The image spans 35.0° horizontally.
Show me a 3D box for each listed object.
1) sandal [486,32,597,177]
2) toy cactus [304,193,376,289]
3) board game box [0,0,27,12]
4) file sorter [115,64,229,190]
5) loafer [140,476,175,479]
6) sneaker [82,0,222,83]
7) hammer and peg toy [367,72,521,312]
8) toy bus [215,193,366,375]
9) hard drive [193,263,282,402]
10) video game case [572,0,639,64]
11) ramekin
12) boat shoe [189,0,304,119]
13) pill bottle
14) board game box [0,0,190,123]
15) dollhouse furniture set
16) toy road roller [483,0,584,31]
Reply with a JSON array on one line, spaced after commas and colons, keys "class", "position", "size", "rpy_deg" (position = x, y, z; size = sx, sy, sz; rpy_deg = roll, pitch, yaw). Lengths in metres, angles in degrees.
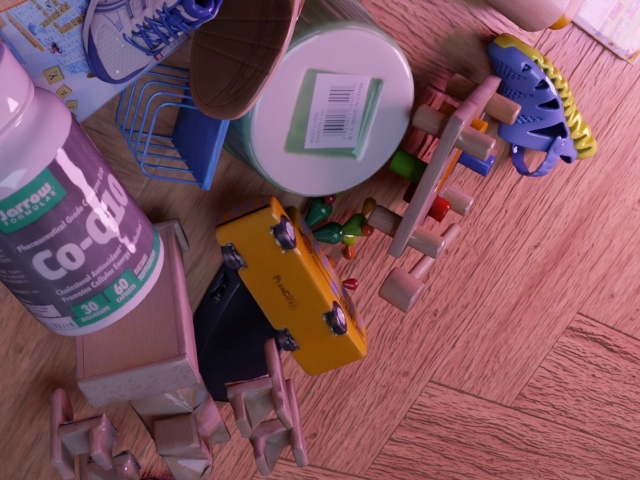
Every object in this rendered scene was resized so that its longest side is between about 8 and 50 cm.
[{"class": "sandal", "position": [0.355, -0.214, 1.712], "size": [0.138, 0.126, 0.317], "rpy_deg": [-38, 128, 3]}, {"class": "toy cactus", "position": [0.000, 0.000, 1.675], "size": [0.180, 0.112, 0.219], "rpy_deg": [-6, 130, -14]}, {"class": "board game box", "position": [-0.424, -0.389, 0.981], "size": [0.356, 0.356, 0.356], "rpy_deg": [-27, 114, -8]}, {"class": "file sorter", "position": [-0.209, -0.164, 1.408], "size": [0.104, 0.170, 0.118], "rpy_deg": [6, 115, -28]}, {"class": "loafer", "position": [-0.323, 0.464, 1.778], "size": [0.302, 0.109, 0.095], "rpy_deg": [-5, 117, -22]}, {"class": "sneaker", "position": [-0.194, -0.299, 1.257], "size": [0.112, 0.131, 0.296], "rpy_deg": [17, 122, -41]}, {"class": "hammer and peg toy", "position": [0.178, -0.081, 1.625], "size": [0.266, 0.127, 0.361], "rpy_deg": [-47, 163, -57]}, {"class": "toy bus", "position": [-0.040, 0.065, 1.597], "size": [0.108, 0.130, 0.333], "rpy_deg": [-21, 121, 16]}, {"class": "hard drive", "position": [-0.138, 0.166, 1.721], "size": [0.172, 0.054, 0.255], "rpy_deg": [15, 111, -34]}, {"class": "video game case", "position": [0.535, -0.440, 1.727], "size": [0.206, 0.026, 0.227], "rpy_deg": [23, 105, -36]}, {"class": "ramekin", "position": [-0.010, -0.213, 1.496], "size": [0.303, 0.148, 0.303], "rpy_deg": [-13, 124, -21]}, {"class": "boat shoe", "position": [-0.072, -0.312, 1.339], "size": [0.123, 0.123, 0.342], "rpy_deg": [35, 69, -76]}, {"class": "pill bottle", "position": [-0.367, -0.062, 1.280], "size": [0.204, 0.204, 0.361], "rpy_deg": [-35, 131, -5]}, {"class": "board game box", "position": [-0.383, -0.291, 1.303], "size": [0.318, 0.066, 0.319], "rpy_deg": [-38, 129, -3]}, {"class": "dollhouse furniture set", "position": [-0.244, 0.199, 1.581], "size": [0.362, 0.256, 0.394], "rpy_deg": [-13, 141, 1]}, {"class": "toy road roller", "position": [0.392, -0.460, 1.498], "size": [0.202, 0.240, 0.329], "rpy_deg": [24, 106, -36]}]
